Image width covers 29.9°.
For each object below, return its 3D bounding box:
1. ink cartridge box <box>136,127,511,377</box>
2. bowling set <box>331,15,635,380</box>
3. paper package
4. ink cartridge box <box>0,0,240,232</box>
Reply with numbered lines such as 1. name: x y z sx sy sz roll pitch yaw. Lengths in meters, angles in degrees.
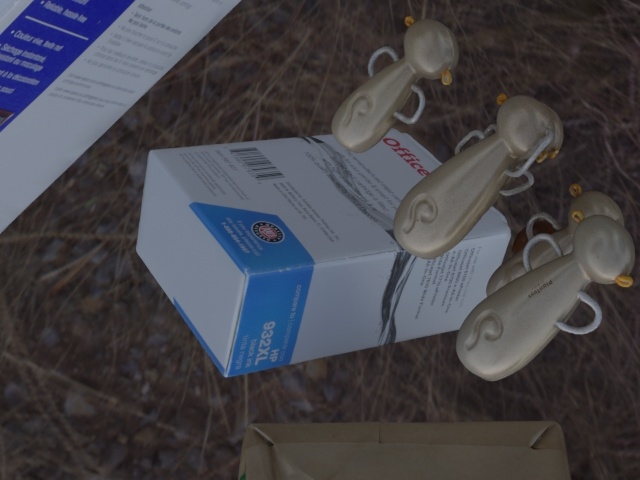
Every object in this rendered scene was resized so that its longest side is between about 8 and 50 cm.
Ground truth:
1. ink cartridge box: 0.000 0.000 1.218 0.307 0.223 0.129 -8 127 -31
2. bowling set: 0.158 -0.041 0.931 0.154 0.199 0.287 -45 61 31
3. paper package: 0.078 0.332 1.112 0.309 0.168 0.325 -1 132 2
4. ink cartridge box: -0.139 -0.098 0.581 0.332 0.165 0.065 -40 78 12
